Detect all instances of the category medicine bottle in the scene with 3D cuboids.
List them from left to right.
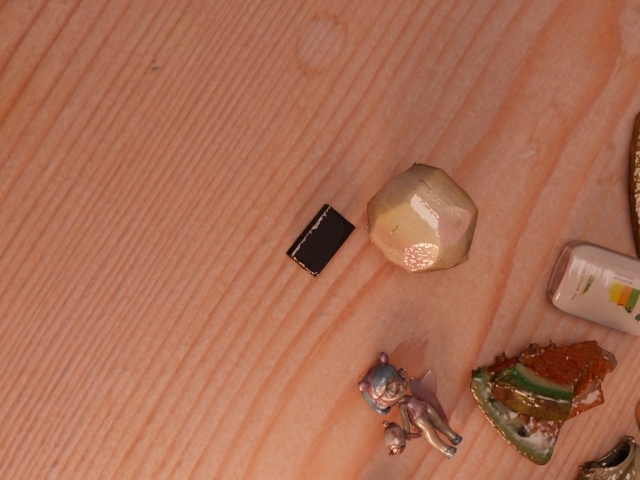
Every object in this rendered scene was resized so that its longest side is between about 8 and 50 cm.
[{"bbox_3d":[0.661,0.115,1.713,0.296,0.111,0.161,20,103,0],"label":"medicine bottle"}]

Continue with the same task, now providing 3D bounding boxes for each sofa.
[{"bbox_3d":[0.000,0.000,1.754,0.085,0.060,0.147,38,86,-14],"label":"sofa"}]

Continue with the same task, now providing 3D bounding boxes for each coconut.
[{"bbox_3d":[0.222,-0.034,1.674,0.227,0.227,0.230,-38,86,-4],"label":"coconut"}]

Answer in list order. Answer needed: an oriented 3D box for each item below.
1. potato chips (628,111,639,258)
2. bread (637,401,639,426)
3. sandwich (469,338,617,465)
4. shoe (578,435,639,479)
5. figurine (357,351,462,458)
[{"bbox_3d":[0.733,-0.119,1.763,0.080,0.057,0.407,2,85,-3],"label":"potato chips"},{"bbox_3d":[0.753,0.389,1.734,0.109,0.024,0.110,0,84,1],"label":"bread"},{"bbox_3d":[0.499,0.323,1.671,0.301,0.162,0.250,-35,90,-1],"label":"sandwich"},{"bbox_3d":[0.597,0.528,1.686,0.274,0.103,0.098,-32,85,-9],"label":"shoe"},{"bbox_3d":[0.182,0.380,1.684,0.260,0.103,0.205,42,61,-1],"label":"figurine"}]
